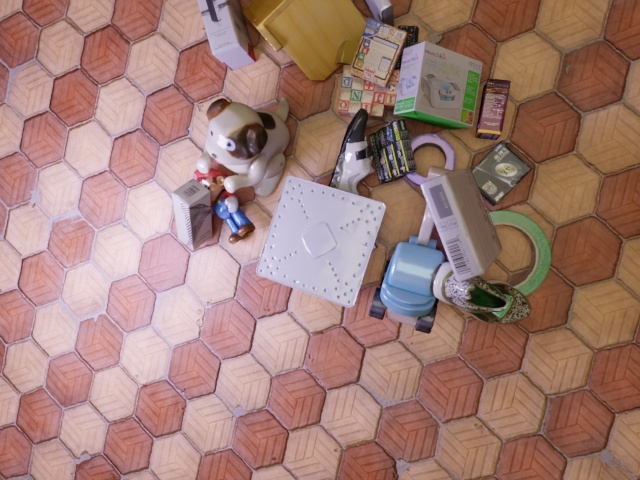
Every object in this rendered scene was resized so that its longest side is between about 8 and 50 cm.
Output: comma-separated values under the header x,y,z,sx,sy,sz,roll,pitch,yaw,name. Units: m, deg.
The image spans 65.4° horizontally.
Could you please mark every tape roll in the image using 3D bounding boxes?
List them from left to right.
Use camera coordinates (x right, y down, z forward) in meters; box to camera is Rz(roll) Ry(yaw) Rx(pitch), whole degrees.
x,y,z,sx,sy,sz,roll,pitch,yaw,name
0.391,-0.287,1.807,0.189,0.080,0.188,0,91,12,tape roll
0.638,0.054,1.766,0.322,0.077,0.320,0,91,12,tape roll

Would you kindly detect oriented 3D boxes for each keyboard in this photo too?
x,y,z,sx,sy,sz,roll,pitch,yaw,name
0.303,-0.704,1.845,0.108,0.023,0.180,5,91,11,keyboard

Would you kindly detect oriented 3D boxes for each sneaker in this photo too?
x,y,z,sx,sy,sz,roll,pitch,yaw,name
0.141,-0.315,1.831,0.146,0.122,0.330,16,116,-4,sneaker
0.547,0.201,1.595,0.411,0.182,0.157,19,97,-26,sneaker

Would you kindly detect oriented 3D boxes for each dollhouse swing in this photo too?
x,y,z,sx,sy,sz,roll,pitch,yaw,name
-0.042,-0.840,1.894,0.347,0.305,0.315,-41,42,10,dollhouse swing

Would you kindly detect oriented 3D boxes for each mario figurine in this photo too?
x,y,z,sx,sy,sz,roll,pitch,yaw,name
-0.403,-0.135,1.926,0.198,0.170,0.320,-35,86,12,mario figurine

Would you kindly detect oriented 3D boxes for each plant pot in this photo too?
x,y,z,sx,sy,sz,roll,pitch,yaw,name
0.106,-0.686,1.827,0.081,0.081,0.083,6,103,-18,plant pot

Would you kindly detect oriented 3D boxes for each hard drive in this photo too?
x,y,z,sx,sy,sz,roll,pitch,yaw,name
0.155,-0.919,1.763,0.047,0.233,0.352,-30,85,9,hard drive

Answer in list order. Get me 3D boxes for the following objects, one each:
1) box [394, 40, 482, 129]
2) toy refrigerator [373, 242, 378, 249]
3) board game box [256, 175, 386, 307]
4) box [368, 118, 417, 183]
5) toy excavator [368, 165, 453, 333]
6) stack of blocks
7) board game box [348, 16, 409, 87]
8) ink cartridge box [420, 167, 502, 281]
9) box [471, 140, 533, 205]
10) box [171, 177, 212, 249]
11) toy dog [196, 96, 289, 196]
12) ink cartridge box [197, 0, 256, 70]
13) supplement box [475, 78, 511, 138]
x,y,z,sx,sy,sz,roll,pitch,yaw,name
0.404,-0.524,1.715,0.262,0.127,0.230,8,93,-28,box
0.075,0.063,1.870,0.270,0.094,0.102,-36,85,10,toy refrigerator
0.000,0.000,1.816,0.390,0.050,0.389,18,91,15,board game box
0.256,-0.317,1.789,0.045,0.184,0.190,-12,88,-30,box
0.347,0.028,1.699,0.223,0.432,0.445,17,135,11,toy excavator
0.223,-0.534,1.831,0.298,0.087,0.171,9,93,11,stack of blocks
0.201,-0.653,1.739,0.147,0.045,0.193,26,112,9,board game box
0.457,-0.068,1.577,0.091,0.385,0.308,-22,90,29,ink cartridge box
0.625,-0.236,1.761,0.147,0.077,0.180,45,99,7,box
-0.481,-0.094,1.884,0.094,0.275,0.113,36,57,17,box
-0.254,-0.348,1.768,0.395,0.408,0.284,-42,84,10,toy dog
-0.357,-0.817,1.887,0.114,0.197,0.272,-15,88,11,ink cartridge box
0.603,-0.458,1.748,0.081,0.104,0.188,10,93,10,supplement box
